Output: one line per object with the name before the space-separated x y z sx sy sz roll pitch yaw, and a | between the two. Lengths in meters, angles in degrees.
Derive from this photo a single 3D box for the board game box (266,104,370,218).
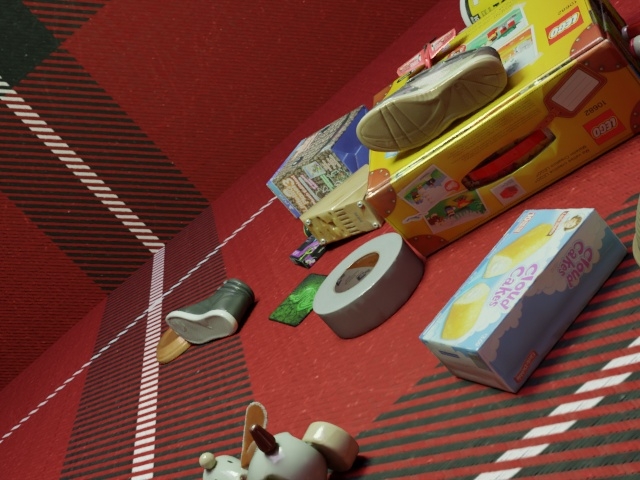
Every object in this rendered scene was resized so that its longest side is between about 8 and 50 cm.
board game box | 0.027 -0.225 2.432 0.291 0.141 0.232 -24 24 46

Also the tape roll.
tape roll | 0.090 0.085 1.614 0.219 0.072 0.219 -37 17 14

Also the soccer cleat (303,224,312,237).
soccer cleat | 0.018 -0.074 2.213 0.072 0.060 0.179 -20 24 49

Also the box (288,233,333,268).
box | 0.000 0.000 2.116 0.162 0.029 0.116 -44 16 -11

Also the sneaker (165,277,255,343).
sneaker | -0.276 0.178 2.176 0.296 0.104 0.147 -13 30 47

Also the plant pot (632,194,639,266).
plant pot | 0.474 -0.057 1.028 0.237 0.109 0.237 -39 16 14

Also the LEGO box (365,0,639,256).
LEGO box | 0.338 -0.255 1.594 0.500 0.193 0.372 -33 29 29

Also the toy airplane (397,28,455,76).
toy airplane | 0.215 -0.355 1.670 0.151 0.028 0.151 -38 27 23

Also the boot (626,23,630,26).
boot | 0.576 -0.457 1.741 0.073 0.152 0.197 -41 16 1

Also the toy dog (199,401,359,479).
toy dog | -0.106 0.336 1.259 0.334 0.161 0.220 -31 19 33

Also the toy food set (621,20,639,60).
toy food set | 0.563 -0.317 1.414 0.105 0.111 0.232 -15 19 47

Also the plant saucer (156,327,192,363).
plant saucer | -0.383 0.256 2.327 0.200 0.037 0.200 -37 17 14

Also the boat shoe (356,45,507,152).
boat shoe | 0.193 -0.248 1.476 0.285 0.103 0.092 -28 27 29

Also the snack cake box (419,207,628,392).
snack cake box | 0.279 0.076 1.171 0.264 0.089 0.152 -47 16 -16

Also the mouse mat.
mouse mat | -0.039 0.131 1.911 0.152 0.007 0.190 -47 18 -16

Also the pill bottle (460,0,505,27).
pill bottle | 0.558 -0.687 2.311 0.334 0.188 0.188 -18 28 55

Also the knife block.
knife block | 0.110 -0.121 2.025 0.276 0.088 0.242 -18 29 38
